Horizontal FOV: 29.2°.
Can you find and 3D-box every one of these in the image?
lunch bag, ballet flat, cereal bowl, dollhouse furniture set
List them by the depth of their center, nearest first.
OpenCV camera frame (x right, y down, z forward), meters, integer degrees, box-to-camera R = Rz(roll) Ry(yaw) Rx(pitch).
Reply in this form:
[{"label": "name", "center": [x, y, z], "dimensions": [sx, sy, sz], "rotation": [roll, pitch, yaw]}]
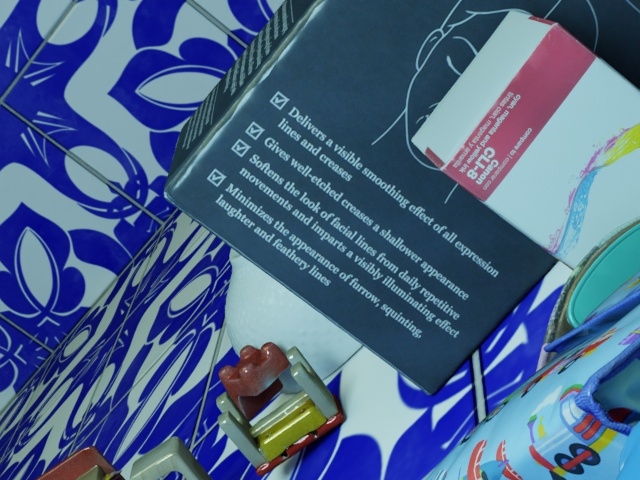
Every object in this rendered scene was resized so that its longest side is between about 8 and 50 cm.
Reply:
[{"label": "lunch bag", "center": [0.203, 0.055, 0.627], "dimensions": [0.293, 0.138, 0.221], "rotation": [-47, -5, -31]}, {"label": "ballet flat", "center": [0.173, 0.080, 0.795], "dimensions": [0.222, 0.076, 0.079], "rotation": [-59, -5, -23]}, {"label": "dollhouse furniture set", "center": [-0.137, 0.259, 1.269], "dimensions": [0.374, 0.152, 0.201], "rotation": [-34, 14, 2]}, {"label": "cereal bowl", "center": [0.000, 0.000, 1.403], "dimensions": [0.339, 0.141, 0.339], "rotation": [-47, 14, 16]}]

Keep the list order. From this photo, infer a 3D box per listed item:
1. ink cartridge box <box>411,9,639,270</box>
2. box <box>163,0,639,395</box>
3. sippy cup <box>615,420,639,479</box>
[{"label": "ink cartridge box", "center": [0.180, -0.060, 0.886], "dimensions": [0.127, 0.176, 0.128], "rotation": [-53, 13, 7]}, {"label": "box", "center": [0.102, -0.126, 1.056], "dimensions": [0.395, 0.293, 0.212], "rotation": [-49, 14, 13]}, {"label": "sippy cup", "center": [0.190, 0.118, 0.291], "dimensions": [0.305, 0.224, 0.240], "rotation": [-56, 14, -16]}]
